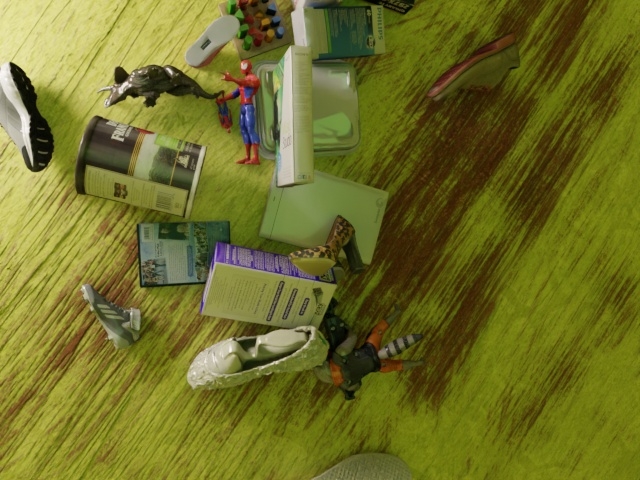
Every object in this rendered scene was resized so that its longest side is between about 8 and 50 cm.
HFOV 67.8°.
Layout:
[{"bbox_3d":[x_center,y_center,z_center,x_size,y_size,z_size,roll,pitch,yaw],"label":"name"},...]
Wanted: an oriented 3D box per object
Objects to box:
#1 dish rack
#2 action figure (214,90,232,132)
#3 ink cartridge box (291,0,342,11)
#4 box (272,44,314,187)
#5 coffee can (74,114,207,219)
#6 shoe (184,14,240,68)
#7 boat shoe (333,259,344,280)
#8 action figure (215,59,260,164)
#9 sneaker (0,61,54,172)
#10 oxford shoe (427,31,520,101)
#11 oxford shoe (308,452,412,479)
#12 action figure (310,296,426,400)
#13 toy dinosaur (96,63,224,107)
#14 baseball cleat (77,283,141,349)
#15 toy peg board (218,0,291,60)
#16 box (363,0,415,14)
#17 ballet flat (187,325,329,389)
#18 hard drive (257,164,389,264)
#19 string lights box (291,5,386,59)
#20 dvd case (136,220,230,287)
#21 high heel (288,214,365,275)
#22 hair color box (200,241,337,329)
[{"bbox_3d":[-0.035,-0.387,1.383,0.333,0.072,0.285,-6,94,-15],"label":"dish rack"},{"bbox_3d":[-0.272,-0.360,1.345,0.038,0.030,0.115,-16,100,-18],"label":"action figure"},{"bbox_3d":[-0.027,-0.779,1.285,0.117,0.207,0.282,-15,97,-12],"label":"ink cartridge box"},{"bbox_3d":[-0.074,-0.300,1.221,0.059,0.232,0.321,-1,93,-16],"label":"box"},{"bbox_3d":[-0.450,-0.182,1.221,0.276,0.201,0.201,14,90,-15],"label":"coffee can"},{"bbox_3d":[-0.293,-0.536,1.290,0.178,0.081,0.063,-42,107,1],"label":"shoe"},{"bbox_3d":[-0.033,0.095,1.428,0.206,0.065,0.075,-8,133,-4],"label":"boat shoe"},{"bbox_3d":[-0.231,-0.351,1.299,0.139,0.091,0.280,-3,100,-37],"label":"action figure"},{"bbox_3d":[-0.761,-0.300,1.197,0.108,0.100,0.271,-17,94,1],"label":"sneaker"},{"bbox_3d":[0.491,-0.512,1.483,0.348,0.123,0.130,-34,106,-9],"label":"oxford shoe"},{"bbox_3d":[0.072,0.779,1.465,0.450,0.169,0.130,-11,138,-21],"label":"oxford shoe"},{"bbox_3d":[0.117,0.305,1.412,0.330,0.178,0.341,-23,96,-12],"label":"action figure"},{"bbox_3d":[-0.413,-0.420,1.250,0.314,0.160,0.121,-20,131,-26],"label":"toy dinosaur"},{"bbox_3d":[-0.560,0.192,1.296,0.109,0.072,0.205,-32,106,-24],"label":"baseball cleat"},{"bbox_3d":[-0.177,-0.613,1.325,0.161,0.079,0.161,-25,100,-11],"label":"toy peg board"},{"bbox_3d":[0.178,-0.870,1.401,0.257,0.079,0.321,10,91,-17],"label":"box"},{"bbox_3d":[-0.182,0.305,1.316,0.409,0.147,0.146,-13,97,0],"label":"ballet flat"},{"bbox_3d":[0.012,-0.081,1.426,0.353,0.047,0.232,15,90,-15],"label":"hard drive"},{"bbox_3d":[0.057,-0.587,1.351,0.260,0.077,0.133,-14,107,-25],"label":"string lights box"},{"bbox_3d":[-0.381,0.037,1.346,0.253,0.022,0.180,-2,95,-14],"label":"dvd case"},{"bbox_3d":[0.000,0.000,1.308,0.261,0.093,0.186,7,55,-40],"label":"high heel"},{"bbox_3d":[-0.145,0.135,1.331,0.339,0.110,0.185,13,120,-15],"label":"hair color box"}]
